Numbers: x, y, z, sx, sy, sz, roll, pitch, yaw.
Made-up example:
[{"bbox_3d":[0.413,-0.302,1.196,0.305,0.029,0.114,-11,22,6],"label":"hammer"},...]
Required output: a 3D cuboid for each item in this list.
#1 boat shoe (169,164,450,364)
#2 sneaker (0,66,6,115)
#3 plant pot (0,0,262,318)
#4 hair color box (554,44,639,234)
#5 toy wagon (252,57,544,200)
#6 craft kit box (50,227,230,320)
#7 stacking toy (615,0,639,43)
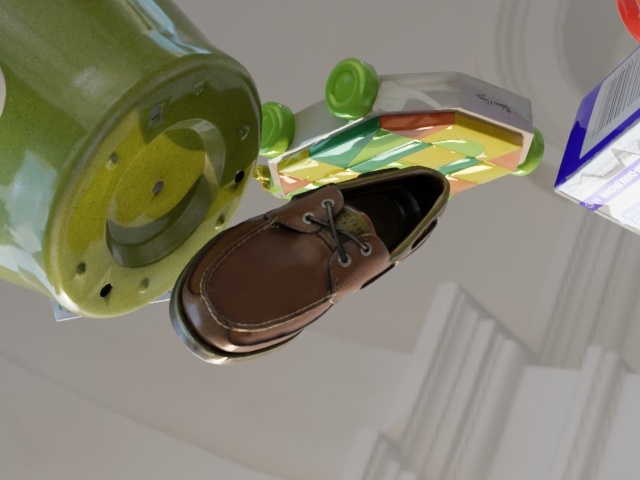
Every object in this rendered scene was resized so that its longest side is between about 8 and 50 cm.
[{"bbox_3d":[0.000,0.000,0.900,0.111,0.104,0.307,53,-139,4],"label":"boat shoe"},{"bbox_3d":[-0.348,-0.167,0.593,0.135,0.150,0.366,-49,-38,-3],"label":"sneaker"},{"bbox_3d":[-0.252,-0.120,0.906,0.366,0.353,0.366,-42,-28,-29],"label":"plant pot"},{"bbox_3d":[0.378,-0.037,0.823,0.338,0.185,0.110,25,-115,-6],"label":"hair color box"},{"bbox_3d":[0.055,-0.089,1.125,0.267,0.344,0.068,13,-113,-39],"label":"toy wagon"},{"bbox_3d":[-0.179,0.031,1.356,0.250,0.246,0.061,-35,-70,-74],"label":"craft kit box"},{"bbox_3d":[0.184,-0.135,0.466,0.330,0.141,0.141,-28,-64,-82],"label":"stacking toy"}]
